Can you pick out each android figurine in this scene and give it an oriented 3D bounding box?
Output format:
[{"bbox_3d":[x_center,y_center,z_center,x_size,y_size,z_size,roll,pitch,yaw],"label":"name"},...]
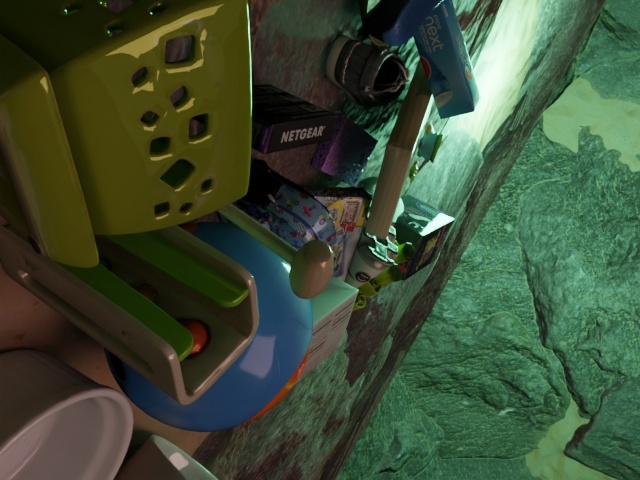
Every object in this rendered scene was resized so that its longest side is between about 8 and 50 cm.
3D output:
[{"bbox_3d":[0.099,0.086,1.551,0.273,0.056,0.248,-24,-161,42],"label":"android figurine"}]

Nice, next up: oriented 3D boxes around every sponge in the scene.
[{"bbox_3d":[0.054,-0.184,1.341,0.117,0.031,0.210,-64,159,6],"label":"sponge"}]

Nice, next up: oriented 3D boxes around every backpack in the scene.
[{"bbox_3d":[-0.064,-0.028,1.074,0.117,0.173,0.158,-52,158,-23],"label":"backpack"}]

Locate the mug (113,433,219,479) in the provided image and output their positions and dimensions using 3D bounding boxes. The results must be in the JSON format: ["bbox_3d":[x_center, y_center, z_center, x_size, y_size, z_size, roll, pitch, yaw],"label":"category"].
[{"bbox_3d":[-0.317,0.563,1.168,0.328,0.276,0.374,-49,-173,-14],"label":"mug"}]

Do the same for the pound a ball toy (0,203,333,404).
[{"bbox_3d":[-0.169,0.039,0.721,0.208,0.319,0.136,-46,154,-35],"label":"pound a ball toy"}]

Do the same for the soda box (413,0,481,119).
[{"bbox_3d":[0.233,-0.340,1.205,0.067,0.071,0.210,-53,127,-48],"label":"soda box"}]

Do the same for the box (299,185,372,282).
[{"bbox_3d":[0.000,0.000,1.332,0.159,0.044,0.233,-1,123,-30],"label":"box"}]

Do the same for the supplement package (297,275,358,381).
[{"bbox_3d":[-0.093,0.148,1.185,0.262,0.204,0.145,-29,141,-54],"label":"supplement package"}]

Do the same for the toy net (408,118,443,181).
[{"bbox_3d":[0.248,-0.210,1.489,0.232,0.045,0.122,-57,164,-66],"label":"toy net"}]

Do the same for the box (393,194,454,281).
[{"bbox_3d":[0.234,-0.014,1.772,0.270,0.165,0.143,-20,136,-59],"label":"box"}]

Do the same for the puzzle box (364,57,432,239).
[{"bbox_3d":[0.190,-0.236,1.366,0.272,0.052,0.409,98,12,-53],"label":"puzzle box"}]

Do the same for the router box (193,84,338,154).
[{"bbox_3d":[-0.076,-0.177,0.919,0.179,0.133,0.046,-25,138,-56],"label":"router box"}]

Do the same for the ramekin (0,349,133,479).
[{"bbox_3d":[-0.379,0.269,0.789,0.277,0.135,0.277,-48,156,-30],"label":"ramekin"}]

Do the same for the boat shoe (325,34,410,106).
[{"bbox_3d":[0.114,-0.306,1.229,0.319,0.099,0.116,-4,117,-66],"label":"boat shoe"}]

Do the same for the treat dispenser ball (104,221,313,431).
[{"bbox_3d":[-0.153,0.117,0.898,0.288,0.288,0.288,-48,155,-31],"label":"treat dispenser ball"}]

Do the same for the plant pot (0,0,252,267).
[{"bbox_3d":[-0.211,-0.128,0.566,0.207,0.228,0.227,-37,149,-33],"label":"plant pot"}]

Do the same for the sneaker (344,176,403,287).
[{"bbox_3d":[0.104,-0.023,1.500,0.146,0.122,0.330,-48,-166,37],"label":"sneaker"}]

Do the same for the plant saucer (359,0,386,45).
[{"bbox_3d":[0.134,-0.473,1.156,0.241,0.037,0.241,-48,155,-31],"label":"plant saucer"}]

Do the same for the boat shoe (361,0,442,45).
[{"bbox_3d":[0.163,-0.445,1.094,0.258,0.089,0.109,-48,146,-20],"label":"boat shoe"}]
